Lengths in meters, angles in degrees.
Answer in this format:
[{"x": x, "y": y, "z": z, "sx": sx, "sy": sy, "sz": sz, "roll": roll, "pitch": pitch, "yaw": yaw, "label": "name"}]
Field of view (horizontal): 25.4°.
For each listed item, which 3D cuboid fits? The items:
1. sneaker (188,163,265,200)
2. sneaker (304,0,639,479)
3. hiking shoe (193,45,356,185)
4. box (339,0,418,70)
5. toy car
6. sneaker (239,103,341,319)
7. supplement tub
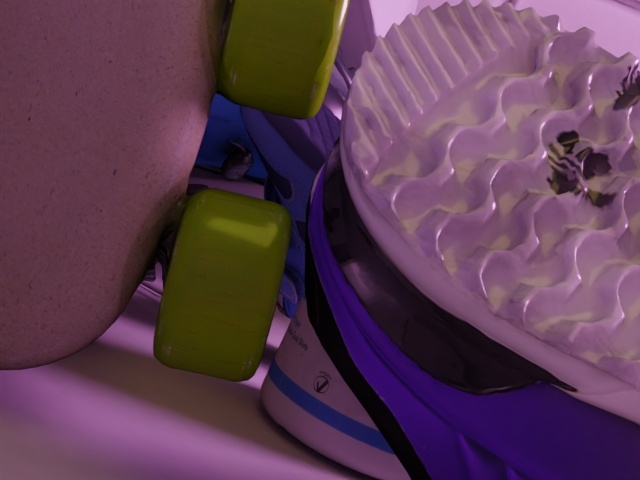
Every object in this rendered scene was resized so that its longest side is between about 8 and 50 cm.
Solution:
[{"x": 0.039, "y": -0.007, "z": 0.712, "sx": 0.321, "sy": 0.127, "sz": 0.126, "roll": 4, "pitch": 35, "yaw": 22, "label": "sneaker"}, {"x": 0.108, "y": 0.074, "z": 0.381, "sx": 0.293, "sy": 0.102, "sz": 0.146, "roll": 45, "pitch": -31, "yaw": 7, "label": "sneaker"}, {"x": -0.130, "y": -0.067, "z": 0.598, "sx": 0.304, "sy": 0.132, "sz": 0.113, "roll": 21, "pitch": -30, "yaw": -6, "label": "hiking shoe"}, {"x": -0.117, "y": -0.215, "z": 0.705, "sx": 0.345, "sy": 0.215, "sz": 0.168, "roll": 9, "pitch": -27, "yaw": 15, "label": "box"}, {"x": -0.083, "y": -0.036, "z": 0.456, "sx": 0.155, "sy": 0.149, "sz": 0.188, "roll": 14, "pitch": -3, "yaw": -3, "label": "toy car"}, {"x": 0.000, "y": 0.000, "z": 0.541, "sx": 0.053, "sy": 0.059, "sz": 0.144, "roll": -97, "pitch": 160, "yaw": -54, "label": "sneaker"}, {"x": 0.031, "y": 0.021, "z": 0.480, "sx": 0.071, "sy": 0.107, "sz": 0.071, "roll": 24, "pitch": 7, "yaw": -3, "label": "supplement tub"}]
